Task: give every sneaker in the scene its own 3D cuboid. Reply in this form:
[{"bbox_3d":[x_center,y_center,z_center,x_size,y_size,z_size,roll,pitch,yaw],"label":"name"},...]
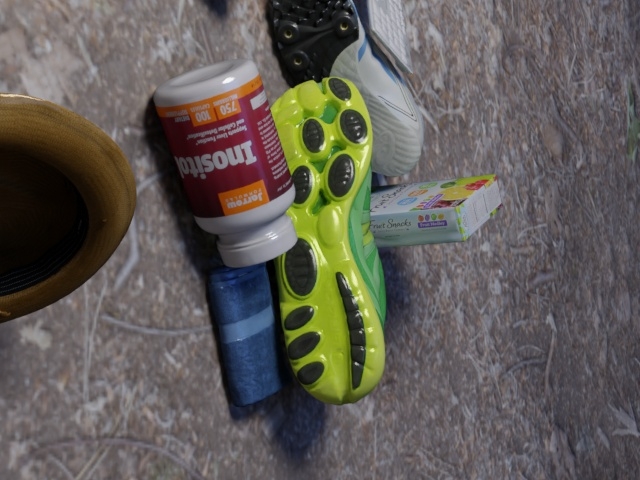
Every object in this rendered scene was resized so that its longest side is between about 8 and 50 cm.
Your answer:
[{"bbox_3d":[0.024,-0.163,1.153,0.237,0.085,0.086,57,15,-31],"label":"sneaker"},{"bbox_3d":[0.000,0.000,1.082,0.123,0.109,0.296,77,10,-77],"label":"sneaker"}]

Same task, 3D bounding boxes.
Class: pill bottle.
[{"bbox_3d":[-0.070,-0.060,0.969,0.086,0.086,0.152,-43,120,-52],"label":"pill bottle"}]

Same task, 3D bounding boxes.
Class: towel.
[{"bbox_3d":[-0.059,0.075,1.019,0.067,0.029,0.120,-22,104,-56],"label":"towel"}]

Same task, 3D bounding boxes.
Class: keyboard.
[{"bbox_3d":[0.058,-0.272,1.199,0.072,0.014,0.256,48,28,-46],"label":"keyboard"}]

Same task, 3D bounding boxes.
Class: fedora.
[{"bbox_3d":[-0.207,-0.030,0.723,0.194,0.194,0.079,36,19,-50],"label":"fedora"}]

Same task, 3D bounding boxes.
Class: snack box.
[{"bbox_3d":[0.089,-0.026,1.162,0.100,0.141,0.037,-34,115,-54],"label":"snack box"}]
